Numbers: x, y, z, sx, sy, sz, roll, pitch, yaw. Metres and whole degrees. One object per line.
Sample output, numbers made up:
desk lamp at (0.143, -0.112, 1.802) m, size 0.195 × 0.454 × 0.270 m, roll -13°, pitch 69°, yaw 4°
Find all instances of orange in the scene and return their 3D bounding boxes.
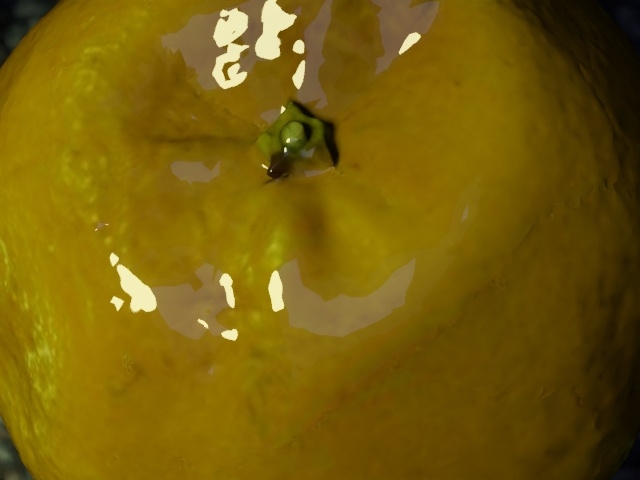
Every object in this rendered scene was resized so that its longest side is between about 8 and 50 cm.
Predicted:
orange at (0.000, 0.000, 0.690) m, size 0.279 × 0.235 × 0.279 m, roll 0°, pitch 84°, yaw 3°
